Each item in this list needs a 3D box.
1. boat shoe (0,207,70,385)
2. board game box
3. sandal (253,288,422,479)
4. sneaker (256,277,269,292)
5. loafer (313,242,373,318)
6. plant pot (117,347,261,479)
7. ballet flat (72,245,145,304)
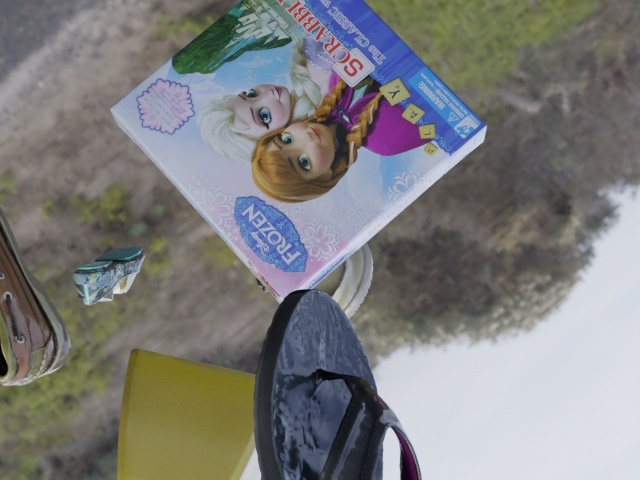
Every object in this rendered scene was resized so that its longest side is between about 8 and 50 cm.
[{"bbox_3d":[-0.393,0.023,1.419,0.111,0.307,0.104,-44,170,19],"label":"boat shoe"},{"bbox_3d":[-0.027,-0.137,1.546,0.318,0.318,0.066,-42,168,-8],"label":"board game box"},{"bbox_3d":[0.036,0.259,1.133,0.107,0.445,0.168,-12,166,32],"label":"sandal"},{"bbox_3d":[-0.038,-0.033,2.120,0.097,0.135,0.276,111,-14,-55],"label":"sneaker"},{"bbox_3d":[0.000,0.000,1.728,0.102,0.092,0.268,-52,-149,32],"label":"loafer"},{"bbox_3d":[-0.183,0.301,1.800,0.212,0.212,0.187,99,4,-54],"label":"plant pot"},{"bbox_3d":[-0.304,0.053,1.874,0.070,0.070,0.188,-41,176,19],"label":"ballet flat"}]
